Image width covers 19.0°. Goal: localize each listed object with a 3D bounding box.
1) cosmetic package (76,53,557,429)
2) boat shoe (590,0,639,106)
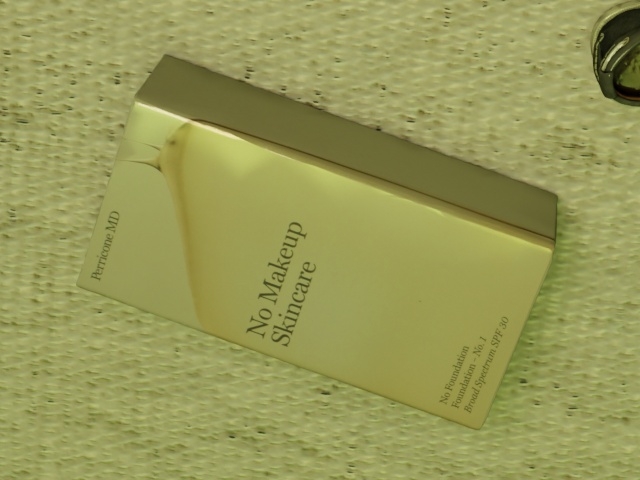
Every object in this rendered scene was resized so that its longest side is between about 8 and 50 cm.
[{"bbox_3d":[0.000,0.000,1.376,0.309,0.113,0.160,18,113,0],"label":"cosmetic package"},{"bbox_3d":[0.298,-0.143,1.293,0.233,0.079,0.084,-15,107,12],"label":"boat shoe"}]
